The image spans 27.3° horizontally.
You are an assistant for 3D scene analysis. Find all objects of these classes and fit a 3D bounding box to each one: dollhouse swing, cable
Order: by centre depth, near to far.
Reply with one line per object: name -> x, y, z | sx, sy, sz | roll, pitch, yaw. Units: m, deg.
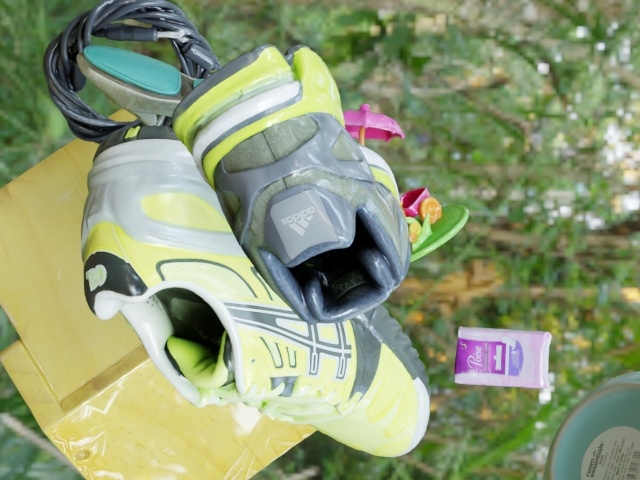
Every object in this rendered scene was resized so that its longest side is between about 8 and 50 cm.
cable -> -0.186, -0.151, 1.238 | 0.150, 0.184, 0.047 | 34, 40, -35
dollhouse swing -> -0.176, 0.072, 1.495 | 0.305, 0.347, 0.315 | 47, -11, 46

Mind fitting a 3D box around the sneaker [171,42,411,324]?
sneaker -> 0.000, 0.000, 0.791 | 0.121, 0.111, 0.300 | 67, 9, 21

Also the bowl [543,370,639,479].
bowl -> 0.377, 0.271, 1.488 | 0.163, 0.311, 0.312 | 35, 40, -35

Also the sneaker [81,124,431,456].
sneaker -> -0.054, 0.081, 1.023 | 0.384, 0.145, 0.147 | 42, 45, -34

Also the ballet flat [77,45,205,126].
ballet flat -> -0.109, -0.103, 1.014 | 0.057, 0.168, 0.052 | -91, -163, -58

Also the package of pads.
package of pads -> 0.159, 0.102, 1.147 | 0.032, 0.083, 0.050 | 19, 74, -71

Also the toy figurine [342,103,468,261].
toy figurine -> 0.047, -0.054, 1.344 | 0.173, 0.130, 0.159 | -40, 108, -36
